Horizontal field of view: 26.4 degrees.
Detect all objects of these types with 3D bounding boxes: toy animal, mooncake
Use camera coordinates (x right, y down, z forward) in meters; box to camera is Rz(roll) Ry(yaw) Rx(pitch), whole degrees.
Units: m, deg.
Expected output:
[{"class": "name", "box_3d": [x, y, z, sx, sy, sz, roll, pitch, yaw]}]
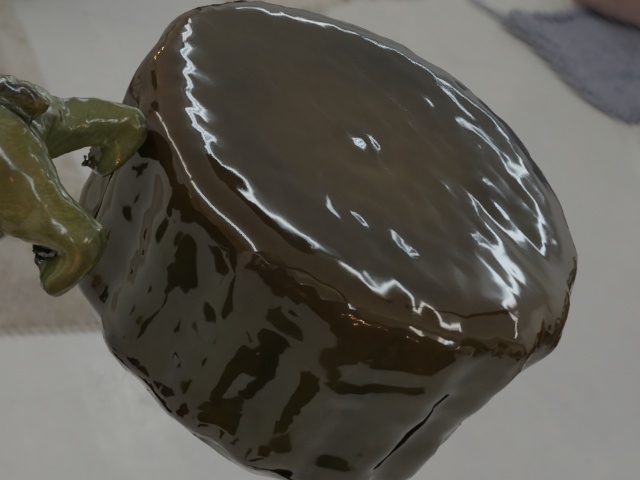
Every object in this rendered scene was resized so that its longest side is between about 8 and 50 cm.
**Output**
[{"class": "toy animal", "box_3d": [-0.191, -0.006, 0.645, 0.101, 0.218, 0.103, 46, 19, -33]}, {"class": "mooncake", "box_3d": [0.000, 0.000, 0.798, 0.290, 0.161, 0.290, 23, 36, -18]}]
